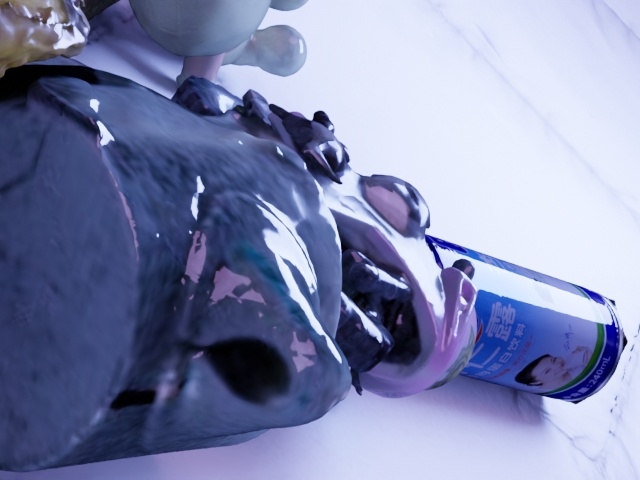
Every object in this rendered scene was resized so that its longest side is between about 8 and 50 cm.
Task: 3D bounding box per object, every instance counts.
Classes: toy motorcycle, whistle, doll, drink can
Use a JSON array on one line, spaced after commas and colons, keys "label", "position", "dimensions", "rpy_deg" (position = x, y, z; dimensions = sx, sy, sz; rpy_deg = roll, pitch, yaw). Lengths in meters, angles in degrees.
[{"label": "toy motorcycle", "position": [0.000, 0.000, 1.134], "dimensions": [0.188, 0.143, 0.327], "rpy_deg": [32, 15, -31]}, {"label": "whistle", "position": [-0.143, -0.037, 0.914], "dimensions": [0.168, 0.188, 0.405], "rpy_deg": [1, 52, -54]}, {"label": "doll", "position": [-0.084, -0.188, 1.226], "dimensions": [0.275, 0.113, 0.155], "rpy_deg": [27, 70, -76]}, {"label": "drink can", "position": [0.125, 0.059, 1.267], "dimensions": [0.235, 0.097, 0.097], "rpy_deg": [18, 39, -43]}]

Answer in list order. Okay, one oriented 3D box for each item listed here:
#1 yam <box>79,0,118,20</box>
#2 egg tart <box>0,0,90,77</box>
[{"label": "yam", "position": [-0.174, -0.190, 1.203], "dimensions": [0.068, 0.068, 0.169], "rpy_deg": [44, 27, -6]}, {"label": "egg tart", "position": [-0.227, -0.182, 0.804], "dimensions": [0.295, 0.116, 0.295], "rpy_deg": [28, 16, -9]}]
